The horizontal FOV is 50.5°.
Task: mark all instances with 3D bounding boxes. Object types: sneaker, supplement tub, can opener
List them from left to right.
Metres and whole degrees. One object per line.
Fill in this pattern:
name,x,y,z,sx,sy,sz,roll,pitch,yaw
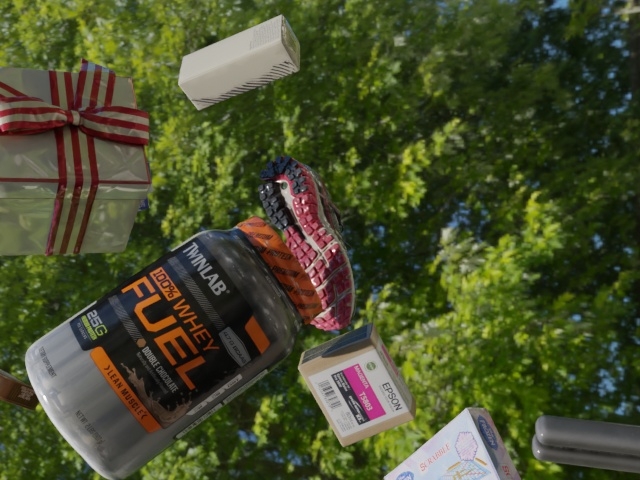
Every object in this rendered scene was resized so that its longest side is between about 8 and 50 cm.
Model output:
supplement tub,-0.178,0.126,0.878,0.338,0.207,0.207,-36,-57,-14
sneaker,0.000,0.000,1.114,0.112,0.121,0.299,11,-121,-57
can opener,0.456,0.284,0.989,0.095,0.283,0.076,-71,-18,-53

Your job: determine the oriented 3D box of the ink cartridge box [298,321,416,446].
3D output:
ink cartridge box,0.087,0.338,1.585,0.235,0.193,0.088,61,-165,-11

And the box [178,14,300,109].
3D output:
box,-0.189,-0.412,1.584,0.094,0.275,0.113,53,-152,-44

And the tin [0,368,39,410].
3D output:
tin,-0.497,0.217,1.044,0.190,0.106,0.040,88,-157,-69

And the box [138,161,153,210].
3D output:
box,-0.419,-0.087,1.362,0.178,0.042,0.109,-21,-26,-20

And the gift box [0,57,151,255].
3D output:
gift box,-0.435,-0.148,1.117,0.255,0.258,0.276,-6,-117,-31

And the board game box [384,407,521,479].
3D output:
board game box,0.292,0.565,1.402,0.066,0.319,0.318,10,-136,-34
